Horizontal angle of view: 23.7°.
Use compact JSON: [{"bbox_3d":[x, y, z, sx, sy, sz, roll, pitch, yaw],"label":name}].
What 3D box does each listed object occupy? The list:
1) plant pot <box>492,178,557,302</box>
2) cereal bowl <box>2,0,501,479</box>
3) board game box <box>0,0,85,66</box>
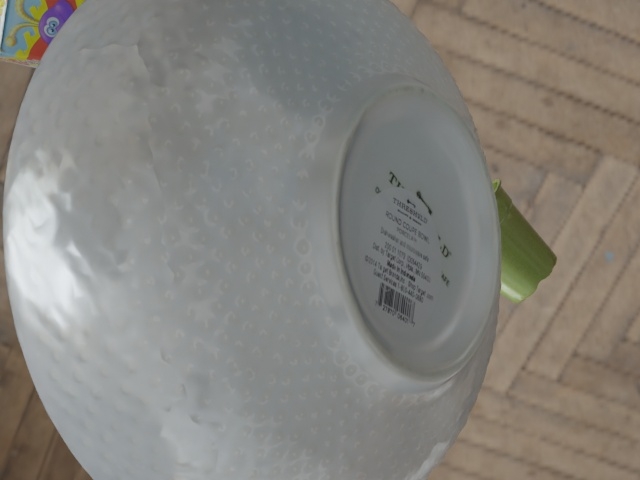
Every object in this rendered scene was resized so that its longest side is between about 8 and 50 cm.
[{"bbox_3d":[0.145,0.007,1.231,0.079,0.083,0.083,41,117,-6],"label":"plant pot"},{"bbox_3d":[0.000,0.000,0.836,0.141,0.339,0.339,-6,124,37],"label":"cereal bowl"},{"bbox_3d":[-0.114,-0.176,1.075,0.275,0.144,0.142,9,93,-35],"label":"board game box"}]
